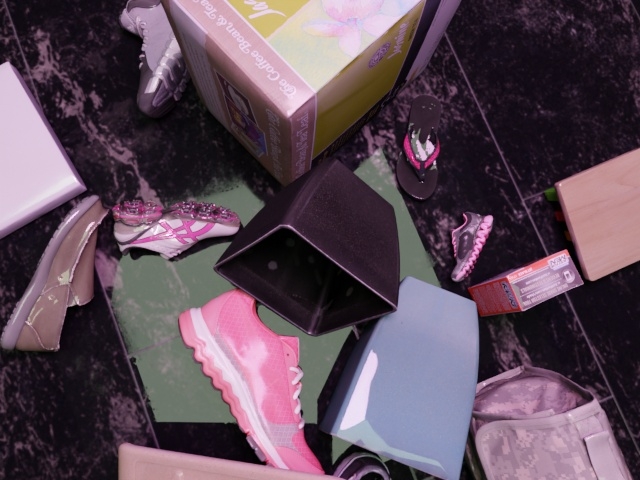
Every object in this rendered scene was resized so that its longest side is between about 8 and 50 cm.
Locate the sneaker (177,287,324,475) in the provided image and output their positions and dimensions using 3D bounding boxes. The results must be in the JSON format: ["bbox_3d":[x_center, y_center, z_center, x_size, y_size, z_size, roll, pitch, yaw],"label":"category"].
[{"bbox_3d":[-0.068,0.203,0.779,0.136,0.116,0.314,-34,85,-11],"label":"sneaker"}]

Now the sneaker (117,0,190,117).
[{"bbox_3d":[-0.269,-0.303,0.874,0.132,0.086,0.228,18,70,5],"label":"sneaker"}]

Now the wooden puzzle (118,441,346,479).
[{"bbox_3d":[-0.108,0.430,0.701,0.348,0.080,0.322,2,92,22],"label":"wooden puzzle"}]

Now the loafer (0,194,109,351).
[{"bbox_3d":[-0.370,0.052,0.810,0.087,0.094,0.251,28,89,-23],"label":"loafer"}]

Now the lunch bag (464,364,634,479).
[{"bbox_3d":[0.292,0.301,0.693,0.169,0.287,0.235,-21,83,-6],"label":"lunch bag"}]

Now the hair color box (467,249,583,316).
[{"bbox_3d":[0.285,0.065,0.791,0.093,0.167,0.053,-22,83,-7],"label":"hair color box"}]

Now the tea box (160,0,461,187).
[{"bbox_3d":[-0.001,-0.278,0.751,0.323,0.329,0.220,-44,86,-9],"label":"tea box"}]

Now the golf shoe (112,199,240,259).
[{"bbox_3d":[-0.215,-0.015,0.839,0.186,0.067,0.086,1,112,-7],"label":"golf shoe"}]

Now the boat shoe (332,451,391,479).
[{"bbox_3d":[0.016,0.441,0.748,0.108,0.102,0.301,29,80,2],"label":"boat shoe"}]

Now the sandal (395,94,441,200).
[{"bbox_3d":[0.161,-0.153,0.885,0.067,0.040,0.179,8,80,-2],"label":"sandal"}]

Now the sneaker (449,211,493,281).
[{"bbox_3d":[0.224,0.007,0.865,0.057,0.047,0.119,24,77,18],"label":"sneaker"}]

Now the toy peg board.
[{"bbox_3d":[0.449,-0.045,0.875,0.161,0.079,0.160,-23,98,-6],"label":"toy peg board"}]

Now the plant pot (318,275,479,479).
[{"bbox_3d":[0.121,0.182,0.770,0.165,0.165,0.234,21,73,1],"label":"plant pot"}]

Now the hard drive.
[{"bbox_3d":[-0.570,-0.087,0.834,0.353,0.047,0.233,-32,83,-7],"label":"hard drive"}]

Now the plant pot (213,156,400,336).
[{"bbox_3d":[0.000,0.000,0.762,0.187,0.188,0.167,37,54,-21],"label":"plant pot"}]
